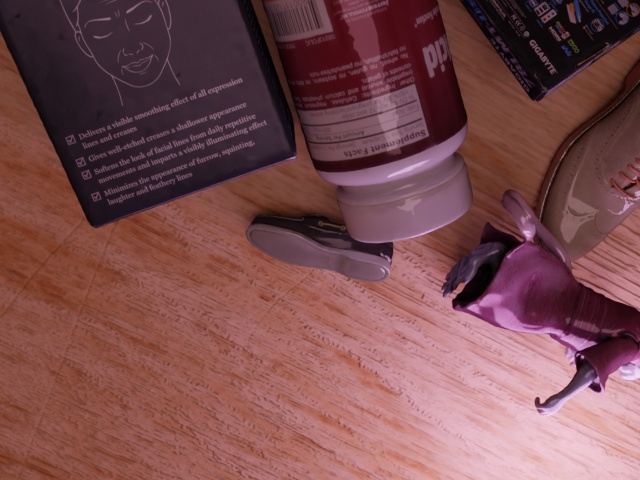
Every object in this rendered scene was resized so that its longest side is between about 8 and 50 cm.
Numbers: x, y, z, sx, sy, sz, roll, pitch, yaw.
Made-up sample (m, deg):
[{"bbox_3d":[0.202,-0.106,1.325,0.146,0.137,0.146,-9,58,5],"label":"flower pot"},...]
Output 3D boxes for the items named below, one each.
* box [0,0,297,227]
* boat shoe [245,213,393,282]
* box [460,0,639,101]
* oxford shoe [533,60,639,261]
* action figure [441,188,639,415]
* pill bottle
[{"bbox_3d":[-0.232,-0.265,1.216,0.293,0.212,0.396,-18,110,4],"label":"box"},{"bbox_3d":[0.000,0.000,1.403,0.227,0.069,0.081,17,147,-5],"label":"boat shoe"},{"bbox_3d":[0.322,-0.387,1.209,0.293,0.073,0.296,-36,87,-1],"label":"box"},{"bbox_3d":[0.452,-0.121,1.340,0.140,0.146,0.397,25,109,-14],"label":"oxford shoe"},{"bbox_3d":[0.378,0.099,1.367,0.370,0.248,0.276,24,112,1],"label":"action figure"},{"bbox_3d":[0.073,-0.211,1.248,0.224,0.224,0.392,-17,110,3],"label":"pill bottle"}]
